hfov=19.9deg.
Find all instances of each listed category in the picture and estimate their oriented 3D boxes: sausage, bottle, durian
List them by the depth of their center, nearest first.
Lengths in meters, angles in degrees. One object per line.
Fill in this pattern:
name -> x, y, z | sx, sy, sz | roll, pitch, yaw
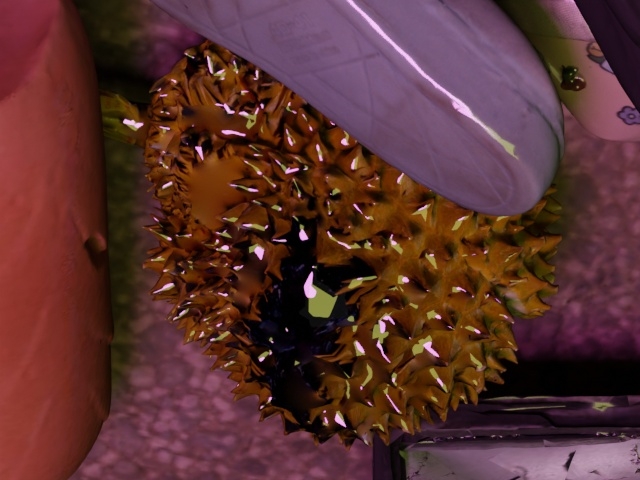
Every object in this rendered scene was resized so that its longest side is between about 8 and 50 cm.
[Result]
bottle -> 0.107, -0.118, 0.744 | 0.099, 0.099, 0.152 | -27, 125, 21
durian -> 0.000, 0.000, 0.819 | 0.237, 0.138, 0.193 | 18, 128, -13
sausage -> -0.154, 0.012, 0.824 | 0.121, 0.121, 0.304 | 2, 138, -2

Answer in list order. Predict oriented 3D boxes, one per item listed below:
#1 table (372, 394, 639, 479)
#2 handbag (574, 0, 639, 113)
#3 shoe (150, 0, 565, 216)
table -> 0.196, 0.245, 0.911 | 0.335, 0.272, 0.222 | -1, 147, 1
handbag -> 0.182, -0.189, 0.607 | 0.275, 0.244, 0.088 | -29, 162, 25
shoe -> 0.007, -0.114, 0.736 | 0.251, 0.100, 0.103 | 40, 150, 4
